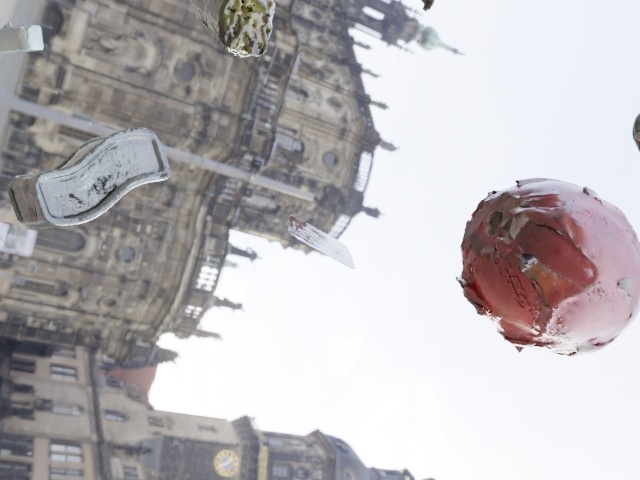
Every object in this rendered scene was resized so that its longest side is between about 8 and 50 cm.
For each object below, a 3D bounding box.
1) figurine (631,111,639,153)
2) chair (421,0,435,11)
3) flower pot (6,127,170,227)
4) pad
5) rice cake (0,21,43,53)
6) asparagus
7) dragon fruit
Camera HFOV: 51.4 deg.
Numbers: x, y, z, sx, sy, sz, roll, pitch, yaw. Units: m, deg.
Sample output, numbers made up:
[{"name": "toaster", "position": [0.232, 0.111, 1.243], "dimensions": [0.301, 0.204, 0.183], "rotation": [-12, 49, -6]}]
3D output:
[{"name": "figurine", "position": [0.327, -0.083, 0.619], "dimensions": [0.047, 0.060, 0.106], "rotation": [74, 20, -54]}, {"name": "chair", "position": [0.150, -0.702, 1.072], "dimensions": [0.362, 0.410, 0.365], "rotation": [-37, -154, 62]}, {"name": "flower pot", "position": [-0.358, -0.097, 1.040], "dimensions": [0.108, 0.229, 0.103], "rotation": [-1, -62, 49]}, {"name": "pad", "position": [0.000, 0.000, 1.621], "dimensions": [0.004, 0.181, 0.267], "rotation": [-60, -171, 10]}, {"name": "rice cake", "position": [-0.419, -0.274, 0.895], "dimensions": [0.180, 0.030, 0.042], "rotation": [16, -68, 46]}, {"name": "asparagus", "position": [-0.181, -0.438, 1.231], "dimensions": [0.382, 0.108, 0.128], "rotation": [-131, -137, -54]}, {"name": "dragon fruit", "position": [0.378, 0.042, 1.110], "dimensions": [0.295, 0.301, 0.296], "rotation": [-47, -154, 32]}]
